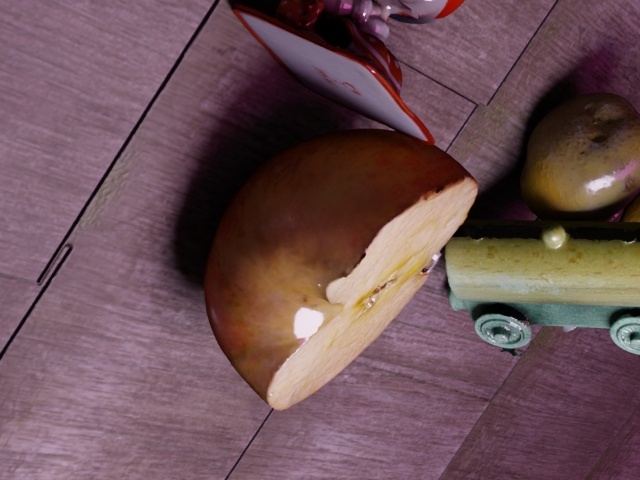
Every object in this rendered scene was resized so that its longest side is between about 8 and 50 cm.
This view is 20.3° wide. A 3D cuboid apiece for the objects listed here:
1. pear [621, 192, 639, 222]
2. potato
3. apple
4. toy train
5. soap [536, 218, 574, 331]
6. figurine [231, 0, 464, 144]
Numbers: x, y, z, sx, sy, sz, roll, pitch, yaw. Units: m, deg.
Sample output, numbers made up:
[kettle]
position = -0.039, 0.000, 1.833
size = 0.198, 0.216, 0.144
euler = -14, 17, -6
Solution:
[pear]
position = 0.489, 0.008, 2.345
size = 0.209, 0.209, 0.209
euler = -35, 147, -27
[potato]
position = 0.304, -0.077, 2.041
size = 0.157, 0.157, 0.194
euler = -38, 152, -23
[apple]
position = 0.000, 0.000, 1.687
size = 0.251, 0.163, 0.293
euler = -28, 157, -52
[toy train]
position = 0.282, 0.031, 2.026
size = 0.126, 0.308, 0.189
euler = -65, 146, -42
[soap]
position = 0.319, 0.025, 2.257
size = 0.114, 0.063, 0.198
euler = -45, 150, -9
[figurine]
position = 0.069, -0.234, 1.561
size = 0.226, 0.160, 0.183
euler = -59, 152, -6
